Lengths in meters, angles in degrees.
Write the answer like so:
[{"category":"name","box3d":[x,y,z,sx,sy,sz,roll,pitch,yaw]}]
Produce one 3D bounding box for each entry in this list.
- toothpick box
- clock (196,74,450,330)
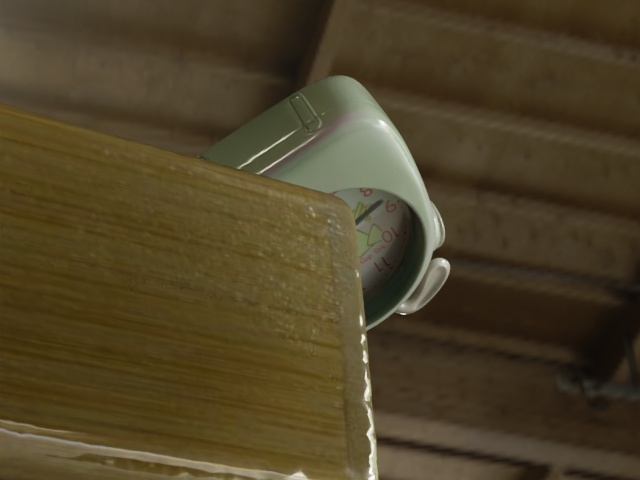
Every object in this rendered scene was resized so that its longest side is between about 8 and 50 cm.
[{"category":"toothpick box","box3d":[-0.148,0.040,0.637,0.308,0.190,0.187,15,-34,-31]},{"category":"clock","box3d":[0.000,0.000,1.080,0.151,0.062,0.191,-33,-46,1]}]
